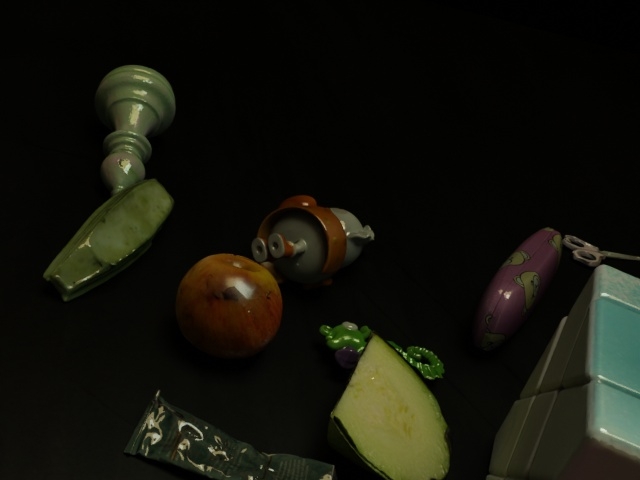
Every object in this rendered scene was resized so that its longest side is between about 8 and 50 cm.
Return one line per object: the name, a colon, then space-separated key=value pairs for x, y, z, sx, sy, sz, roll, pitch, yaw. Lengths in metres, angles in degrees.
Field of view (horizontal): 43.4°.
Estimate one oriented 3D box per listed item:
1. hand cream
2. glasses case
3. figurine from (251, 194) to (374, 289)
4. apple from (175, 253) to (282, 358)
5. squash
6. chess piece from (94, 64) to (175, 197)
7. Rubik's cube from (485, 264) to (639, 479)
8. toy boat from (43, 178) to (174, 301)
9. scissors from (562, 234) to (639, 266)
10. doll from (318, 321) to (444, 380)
hand cream: x=-0.089 y=0.243 z=0.908 sx=0.248 sy=0.052 sz=0.075 roll=21 pitch=32 yaw=1
glasses case: x=0.325 y=0.074 z=1.310 sx=0.076 sy=0.123 sz=0.316 roll=27 pitch=33 yaw=20
figurine: x=0.000 y=0.009 z=1.248 sx=0.143 sy=0.143 sz=0.271 roll=46 pitch=16 yaw=34
apple: x=-0.118 y=0.083 z=1.057 sx=0.147 sy=0.146 sz=0.146 roll=14 pitch=33 yaw=-9
squash: x=0.075 y=0.238 z=1.002 sx=0.184 sy=0.085 sz=0.192 roll=49 pitch=36 yaw=-8
chess piece: x=-0.318 y=-0.162 z=1.337 sx=0.139 sy=0.139 sz=0.271 roll=10 pitch=46 yaw=-15
Rubik's cube: x=0.371 y=0.273 z=0.867 sx=0.316 sy=0.318 sz=0.322 roll=24 pitch=32 yaw=8
toy boat: x=-0.287 y=-0.013 z=1.160 sx=0.093 sy=0.055 sz=0.293 roll=53 pitch=31 yaw=-14
scissors: x=0.571 y=0.027 z=1.613 sx=0.189 sy=0.015 sz=0.100 roll=6 pitch=33 yaw=-23
doll: x=0.086 y=0.159 z=1.132 sx=0.190 sy=0.050 sz=0.115 roll=20 pitch=26 yaw=-7
